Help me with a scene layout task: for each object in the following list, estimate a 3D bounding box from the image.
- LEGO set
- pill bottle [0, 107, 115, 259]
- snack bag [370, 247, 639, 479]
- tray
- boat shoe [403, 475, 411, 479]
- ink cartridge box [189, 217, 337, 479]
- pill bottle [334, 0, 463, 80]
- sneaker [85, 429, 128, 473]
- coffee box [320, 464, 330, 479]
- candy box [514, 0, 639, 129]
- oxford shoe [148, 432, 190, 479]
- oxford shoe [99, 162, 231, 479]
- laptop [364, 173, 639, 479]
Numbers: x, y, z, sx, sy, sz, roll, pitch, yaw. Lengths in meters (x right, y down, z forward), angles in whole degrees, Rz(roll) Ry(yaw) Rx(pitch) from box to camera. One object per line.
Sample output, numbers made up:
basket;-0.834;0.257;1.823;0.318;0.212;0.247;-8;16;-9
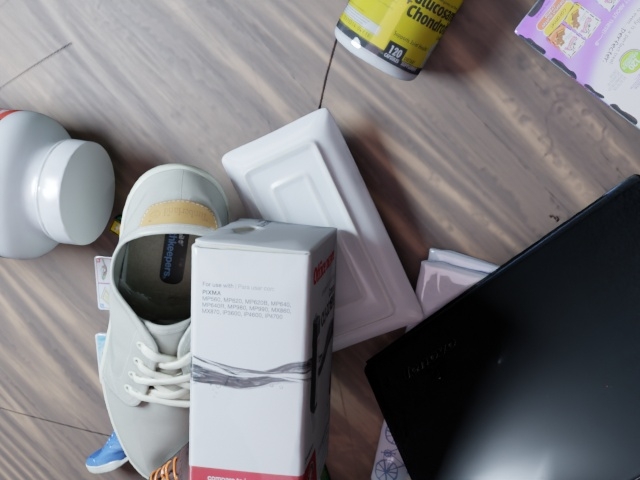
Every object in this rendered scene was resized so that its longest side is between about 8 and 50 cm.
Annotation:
LEGO set;-0.220;0.090;0.976;0.182;0.060;0.244;3;105;10
pill bottle;-0.429;-0.076;0.919;0.322;0.181;0.182;7;107;13
snack bag;0.253;0.202;0.889;0.342;0.037;0.323;15;108;10
tray;0.000;0.000;0.856;0.145;0.030;0.270;-22;100;18
boat shoe;0.126;0.344;0.896;0.319;0.099;0.116;-32;67;4
ink cartridge box;-0.053;0.124;0.764;0.114;0.197;0.273;3;98;8
pill bottle;0.099;-0.266;0.765;0.103;0.103;0.184;33;111;4
sneaker;-0.274;0.261;1.034;0.152;0.058;0.085;-25;103;16
coffee box;-0.035;0.288;0.951;0.040;0.113;0.184;-13;103;21
candy box;0.321;-0.215;0.737;0.196;0.070;0.165;39;111;3
oxford shoe;-0.162;0.299;0.905;0.098;0.097;0.271;7;128;-6
oxford shoe;-0.181;0.133;0.888;0.169;0.130;0.450;3;117;-11
laptop;0.317;0.225;0.780;0.382;0.236;0.408;-37;103;15
